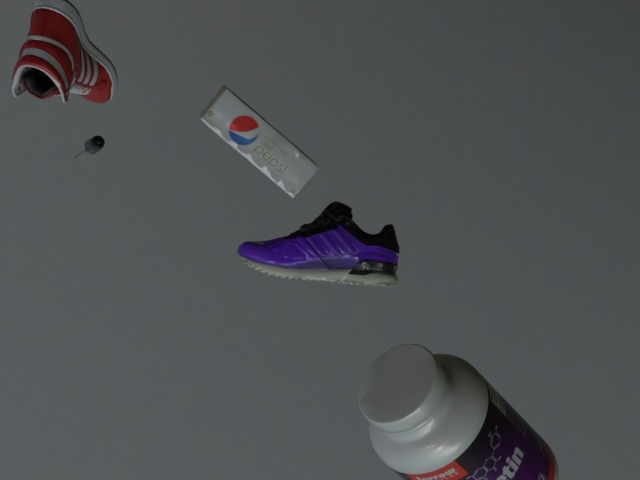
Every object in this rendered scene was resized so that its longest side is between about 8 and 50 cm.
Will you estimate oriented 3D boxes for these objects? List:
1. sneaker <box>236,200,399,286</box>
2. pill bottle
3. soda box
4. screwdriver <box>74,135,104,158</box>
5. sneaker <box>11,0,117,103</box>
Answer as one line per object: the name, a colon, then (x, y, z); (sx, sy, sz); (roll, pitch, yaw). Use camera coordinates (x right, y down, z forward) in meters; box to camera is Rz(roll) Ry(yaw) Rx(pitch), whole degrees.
sneaker: (0.000, 0.000, 2.440); (0.293, 0.146, 0.102); (6, 180, 1)
pill bottle: (0.190, 0.281, 1.910); (0.323, 0.181, 0.181); (45, -166, -38)
soda box: (-0.107, -0.172, 2.363); (0.216, 0.074, 0.069); (40, -176, -12)
screwdriver: (-0.328, -0.128, 1.928); (0.025, 0.024, 0.170); (-1, 176, -16)
sneaker: (-0.179, -0.112, 0.951); (0.042, 0.067, 0.118); (6, 156, 16)
